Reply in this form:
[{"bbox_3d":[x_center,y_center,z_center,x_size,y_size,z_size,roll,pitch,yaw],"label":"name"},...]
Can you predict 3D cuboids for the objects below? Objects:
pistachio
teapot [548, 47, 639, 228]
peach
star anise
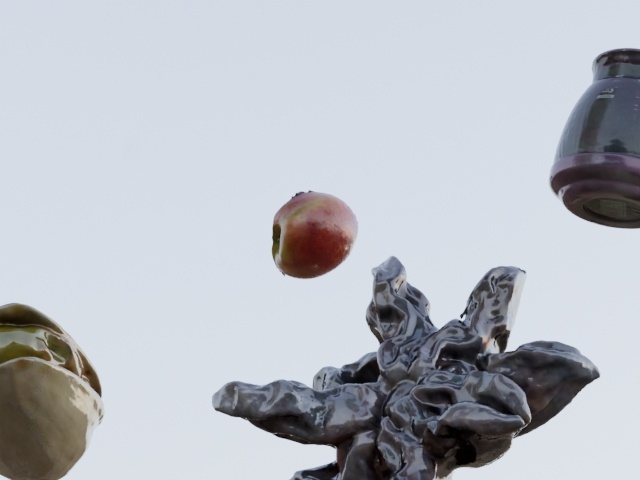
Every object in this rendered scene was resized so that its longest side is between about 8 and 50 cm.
[{"bbox_3d":[-0.278,0.149,1.846,0.144,0.144,0.215,0,-36,10],"label":"pistachio"},{"bbox_3d":[0.273,-0.090,1.653,0.148,0.146,0.116,6,-20,18],"label":"teapot"},{"bbox_3d":[-0.001,0.000,1.989,0.098,0.098,0.061,19,10,-28],"label":"peach"},{"bbox_3d":[0.062,0.120,1.317,0.212,0.283,0.129,27,-27,39],"label":"star anise"}]
